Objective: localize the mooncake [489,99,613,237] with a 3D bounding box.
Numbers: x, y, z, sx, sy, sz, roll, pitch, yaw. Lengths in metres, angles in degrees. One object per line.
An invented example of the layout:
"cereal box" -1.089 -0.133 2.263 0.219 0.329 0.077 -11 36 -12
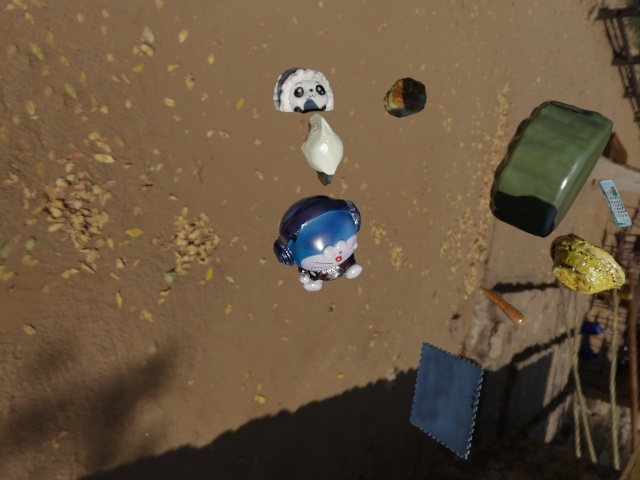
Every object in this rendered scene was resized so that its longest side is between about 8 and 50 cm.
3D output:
"mooncake" 0.602 -0.190 1.326 0.356 0.194 0.356 -41 150 -29

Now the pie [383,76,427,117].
"pie" 0.343 -0.568 1.969 0.194 0.163 0.079 -61 172 -22

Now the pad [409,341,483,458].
"pad" 0.365 0.462 1.466 0.012 0.269 0.270 10 92 -27

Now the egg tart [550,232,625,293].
"egg tart" 0.944 0.103 1.797 0.123 0.294 0.294 -47 137 -5

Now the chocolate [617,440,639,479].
"chocolate" 0.585 0.380 0.698 0.314 0.326 0.297 28 77 -32

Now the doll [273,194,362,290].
"doll" 0.000 0.000 1.509 0.284 0.240 0.310 -31 152 -6

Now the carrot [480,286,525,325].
"carrot" 0.720 0.254 1.964 0.048 0.216 0.048 -37 155 -20

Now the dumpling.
"dumpling" -0.003 -0.305 1.614 0.126 0.166 0.216 -39 122 -6

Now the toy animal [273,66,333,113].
"toy animal" -0.061 -0.544 1.787 0.208 0.204 0.156 -7 110 -16

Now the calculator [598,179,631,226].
"calculator" 0.987 -0.127 1.661 0.018 0.057 0.172 106 -24 -67
